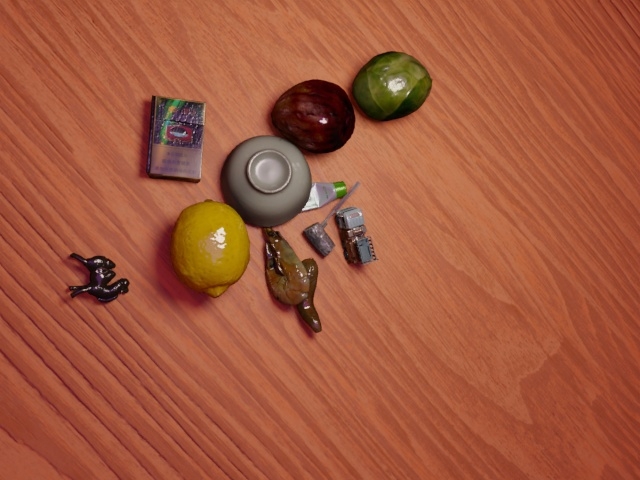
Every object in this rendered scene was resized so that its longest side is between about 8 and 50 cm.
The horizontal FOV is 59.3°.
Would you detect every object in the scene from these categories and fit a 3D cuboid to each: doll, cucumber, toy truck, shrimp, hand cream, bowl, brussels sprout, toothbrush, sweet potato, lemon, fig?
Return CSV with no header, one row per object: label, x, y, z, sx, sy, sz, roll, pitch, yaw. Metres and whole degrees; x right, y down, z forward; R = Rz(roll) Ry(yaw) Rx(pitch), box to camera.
doll,-0.629,0.107,1.600,0.165,0.057,0.139,4,82,-23
cucumber,-0.001,-0.002,1.774,0.064,0.064,0.112,-38,98,-15
toy truck,0.114,-0.016,1.769,0.080,0.115,0.178,-18,98,-16
shrimp,-0.122,0.074,1.719,0.061,0.145,0.267,-8,69,-59
hand cream,-0.053,-0.136,1.786,0.275,0.050,0.079,-15,62,-11
bowl,-0.157,-0.195,1.687,0.288,0.146,0.290,1,82,-8
brussels sprout,0.244,-0.497,1.809,0.271,0.219,0.210,-21,81,-36
toothbrush,0.061,-0.111,1.794,0.017,0.014,0.194,35,96,-39
sweet potato,-0.039,0.170,1.741,0.062,0.081,0.233,2,82,-43
lemon,-0.315,0.021,1.601,0.233,0.233,0.289,-4,82,-15
fig,-0.017,-0.378,1.729,0.262,0.224,0.224,10,83,-13

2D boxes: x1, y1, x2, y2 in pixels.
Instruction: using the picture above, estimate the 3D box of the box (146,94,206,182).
box,-0.429,-0.301,1.680,0.159,0.071,0.240,3,85,-13
